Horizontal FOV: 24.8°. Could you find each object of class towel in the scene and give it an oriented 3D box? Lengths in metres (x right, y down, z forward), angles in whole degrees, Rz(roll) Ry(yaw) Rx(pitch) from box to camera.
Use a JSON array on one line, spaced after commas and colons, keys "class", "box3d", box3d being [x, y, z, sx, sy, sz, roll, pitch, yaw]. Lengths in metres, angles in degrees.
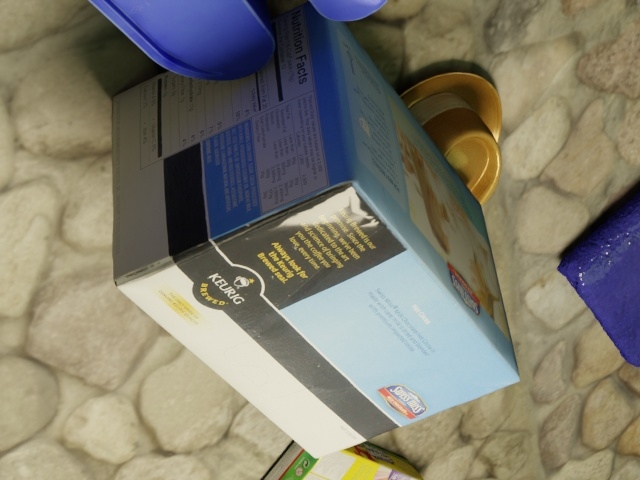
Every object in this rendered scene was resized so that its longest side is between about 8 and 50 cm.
[{"class": "towel", "box3d": [0.447, -0.007, 1.794, 0.308, 0.076, 0.228, -41, 129, -1]}]

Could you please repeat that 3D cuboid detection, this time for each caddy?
[{"class": "caddy", "box3d": [-0.082, -0.279, 1.122, 0.241, 0.179, 0.341, -26, 153, 12]}]

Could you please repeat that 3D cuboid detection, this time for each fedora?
[{"class": "fedora", "box3d": [0.130, -0.077, 1.510, 0.194, 0.079, 0.194, -18, 131, -22]}]

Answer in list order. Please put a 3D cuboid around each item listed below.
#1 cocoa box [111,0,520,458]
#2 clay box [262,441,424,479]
[{"class": "cocoa box", "box3d": [0.000, 0.000, 1.322, 0.228, 0.231, 0.347, -24, 138, 18]}, {"class": "clay box", "box3d": [0.031, 0.305, 1.749, 0.127, 0.053, 0.222, -51, 136, 9]}]
